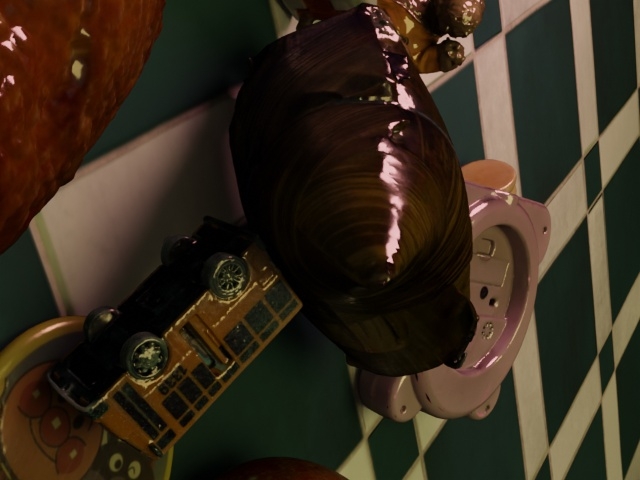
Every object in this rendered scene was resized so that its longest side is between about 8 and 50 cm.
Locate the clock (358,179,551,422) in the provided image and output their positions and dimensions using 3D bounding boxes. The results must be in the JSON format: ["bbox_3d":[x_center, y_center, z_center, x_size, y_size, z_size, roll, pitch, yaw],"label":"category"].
[{"bbox_3d":[0.177,0.079,1.161,0.295,0.113,0.322,10,95,-45],"label":"clock"}]

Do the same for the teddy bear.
[{"bbox_3d":[0.079,-0.232,1.014,0.177,0.140,0.190,28,75,-10],"label":"teddy bear"}]

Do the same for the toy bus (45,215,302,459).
[{"bbox_3d":[-0.111,0.078,0.679,0.182,0.091,0.103,-46,126,-19],"label":"toy bus"}]

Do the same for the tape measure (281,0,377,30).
[{"bbox_3d":[-0.006,-0.370,0.860,0.243,0.125,0.246,53,53,-54],"label":"tape measure"}]

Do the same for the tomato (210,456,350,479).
[{"bbox_3d":[-0.025,0.349,0.819,0.270,0.222,0.271,-12,105,-53],"label":"tomato"}]

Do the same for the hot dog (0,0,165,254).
[{"bbox_3d":[-0.235,-0.109,0.498,0.388,0.174,0.267,-66,145,-43],"label":"hot dog"}]

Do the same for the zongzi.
[{"bbox_3d":[0.061,0.049,0.772,0.432,0.207,0.404,-104,174,-57],"label":"zongzi"}]

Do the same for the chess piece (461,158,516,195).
[{"bbox_3d":[0.262,-0.034,1.350,0.094,0.094,0.171,-55,143,-39],"label":"chess piece"}]

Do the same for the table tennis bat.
[{"bbox_3d":[-0.223,0.223,0.654,0.224,0.054,0.369,61,42,-36],"label":"table tennis bat"}]
